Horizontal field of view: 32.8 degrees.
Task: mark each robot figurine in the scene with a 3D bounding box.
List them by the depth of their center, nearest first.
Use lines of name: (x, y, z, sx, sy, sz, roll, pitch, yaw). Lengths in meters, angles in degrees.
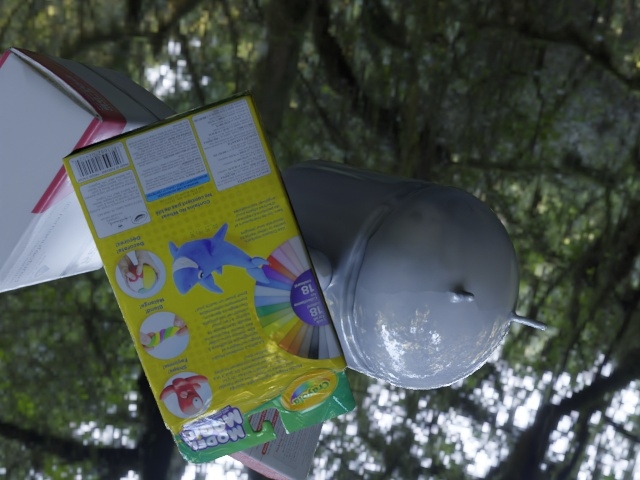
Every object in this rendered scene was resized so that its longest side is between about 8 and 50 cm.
robot figurine: (0.054, 0.030, 1.099, 0.300, 0.200, 0.353, 4, -171, -43)

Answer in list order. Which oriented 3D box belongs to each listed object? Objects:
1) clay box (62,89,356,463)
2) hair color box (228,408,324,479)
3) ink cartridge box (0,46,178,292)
clay box: (-0.068, 0.026, 0.718, 0.127, 0.222, 0.053, -19, -167, 0)
hair color box: (-0.064, 0.187, 1.137, 0.053, 0.167, 0.093, 5, -114, 34)
ink cartridge box: (-0.264, -0.071, 1.104, 0.117, 0.207, 0.283, 36, -171, 6)
